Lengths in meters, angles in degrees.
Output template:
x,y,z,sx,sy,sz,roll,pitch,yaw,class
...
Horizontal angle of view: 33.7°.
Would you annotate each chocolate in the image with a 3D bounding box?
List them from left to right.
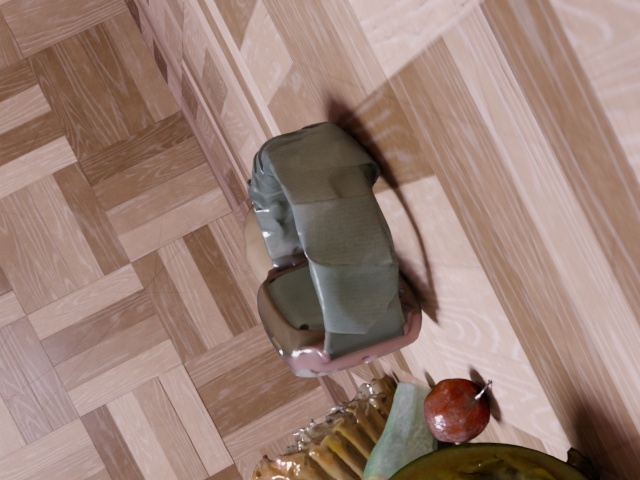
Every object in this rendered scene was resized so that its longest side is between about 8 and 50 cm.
x,y,z,sx,sy,sz,roll,pitch,yaw,class
0.088,0.316,1.259,0.110,0.110,0.291,85,-162,-71,chocolate

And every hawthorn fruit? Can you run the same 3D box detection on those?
x,y,z,sx,sy,sz,roll,pitch,yaw,class
0.144,0.160,1.028,0.103,0.067,0.067,-40,75,51,hawthorn fruit

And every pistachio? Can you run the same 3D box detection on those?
x,y,z,sx,sy,sz,roll,pitch,yaw,class
-0.033,0.013,1.422,0.152,0.126,0.223,-64,32,30,pistachio

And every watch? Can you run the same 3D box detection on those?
x,y,z,sx,sy,sz,roll,pitch,yaw,class
0.000,0.000,1.082,0.253,0.162,0.241,-133,25,-62,watch

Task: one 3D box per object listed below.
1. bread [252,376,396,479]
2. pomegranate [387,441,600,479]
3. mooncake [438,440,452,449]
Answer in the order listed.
x,y,z,sx,sy,sz,roll,pitch,yaw,class
0.028,0.327,1.592,0.149,0.274,0.274,52,170,12,bread
0.108,0.303,0.752,0.260,0.340,0.260,39,175,4,pomegranate
0.163,0.402,1.401,0.283,0.141,0.283,62,171,18,mooncake
